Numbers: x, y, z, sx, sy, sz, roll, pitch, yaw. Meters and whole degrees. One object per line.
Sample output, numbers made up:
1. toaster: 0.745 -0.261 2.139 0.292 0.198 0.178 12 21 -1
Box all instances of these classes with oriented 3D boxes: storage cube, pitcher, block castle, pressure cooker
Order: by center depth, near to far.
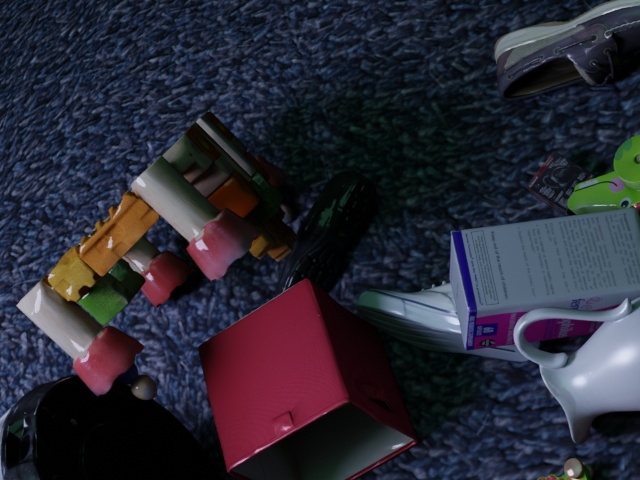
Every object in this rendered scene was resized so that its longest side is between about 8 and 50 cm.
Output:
1. pitcher: 0.337 0.118 1.295 0.207 0.177 0.125 -30 23 27
2. pressure cooker: -0.358 0.421 1.495 0.420 0.370 0.375 -41 48 20
3. storage cube: -0.021 0.200 1.505 0.215 0.184 0.193 -32 51 18
4. block castle: -0.193 0.012 1.594 0.303 0.213 0.453 -44 7 12

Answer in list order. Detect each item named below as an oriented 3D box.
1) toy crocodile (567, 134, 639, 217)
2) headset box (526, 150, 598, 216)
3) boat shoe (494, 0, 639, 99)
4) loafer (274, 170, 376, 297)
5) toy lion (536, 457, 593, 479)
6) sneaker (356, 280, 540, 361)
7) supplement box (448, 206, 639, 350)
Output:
1. toy crocodile: 0.458 -0.074 1.358 0.341 0.115 0.105 -16 57 27
2. headset box: 0.315 -0.073 1.514 0.062 0.032 0.083 -52 48 0
3. boat shoe: 0.359 -0.248 1.536 0.285 0.103 0.092 -9 67 36
4. loafer: 0.000 0.000 1.676 0.078 0.076 0.223 24 82 54
5. toy lion: 0.286 0.307 1.336 0.096 0.034 0.100 -49 49 13
6. sneaker: 0.171 0.090 1.502 0.258 0.094 0.091 10 61 30
7. supplement box: 0.271 0.046 1.373 0.220 0.111 0.114 -9 59 0
